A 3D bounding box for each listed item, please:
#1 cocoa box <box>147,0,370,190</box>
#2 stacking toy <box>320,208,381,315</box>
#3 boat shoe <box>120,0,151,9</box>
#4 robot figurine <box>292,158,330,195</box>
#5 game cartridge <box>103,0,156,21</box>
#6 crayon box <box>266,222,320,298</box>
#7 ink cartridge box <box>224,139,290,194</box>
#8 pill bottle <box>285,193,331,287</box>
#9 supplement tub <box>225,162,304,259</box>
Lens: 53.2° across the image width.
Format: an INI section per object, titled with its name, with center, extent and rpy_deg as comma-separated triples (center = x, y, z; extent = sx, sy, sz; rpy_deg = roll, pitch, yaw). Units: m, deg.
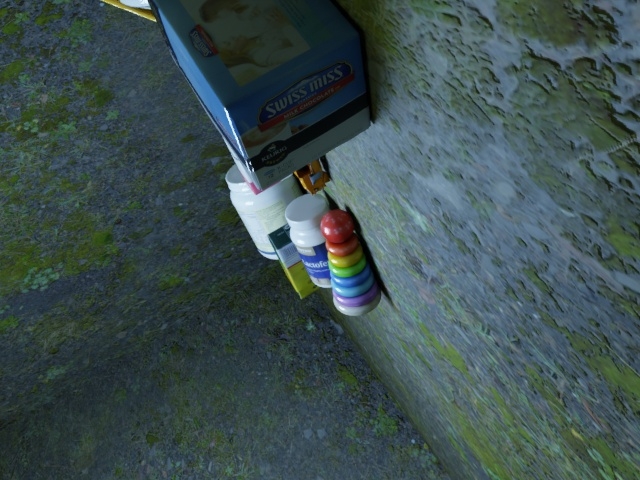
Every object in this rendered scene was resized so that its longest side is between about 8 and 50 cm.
[cocoa box]
center = -0.107, -0.310, 1.052
extent = 0.347, 0.231, 0.228
rpy_deg = 56, 171, 27
[stacking toy]
center = 0.076, 0.050, 1.754
extent = 0.141, 0.141, 0.330
rpy_deg = 51, 162, 48
[boat shoe]
center = -0.404, -0.648, 1.695
extent = 0.302, 0.109, 0.094
rpy_deg = 6, 154, 23
[robot figurine]
center = -0.075, -0.258, 1.604
extent = 0.211, 0.085, 0.291
rpy_deg = 53, 172, 41
[game cartridge]
center = -0.522, -0.713, 1.919
extent = 0.285, 0.053, 0.324
rpy_deg = 18, -161, -15
[crayon box]
center = -0.034, 0.044, 2.093
extent = 0.081, 0.202, 0.319
rpy_deg = 55, 171, 36
[ink cartridge box]
center = -0.175, -0.279, 1.879
extent = 0.100, 0.172, 0.237
rpy_deg = 52, 169, 45
[pill bottle]
center = 0.000, 0.000, 1.880
extent = 0.153, 0.153, 0.265
rpy_deg = 50, 169, 51
[supplement tub]
center = -0.167, -0.123, 2.204
extent = 0.325, 0.235, 0.235
rpy_deg = 64, 171, -32
